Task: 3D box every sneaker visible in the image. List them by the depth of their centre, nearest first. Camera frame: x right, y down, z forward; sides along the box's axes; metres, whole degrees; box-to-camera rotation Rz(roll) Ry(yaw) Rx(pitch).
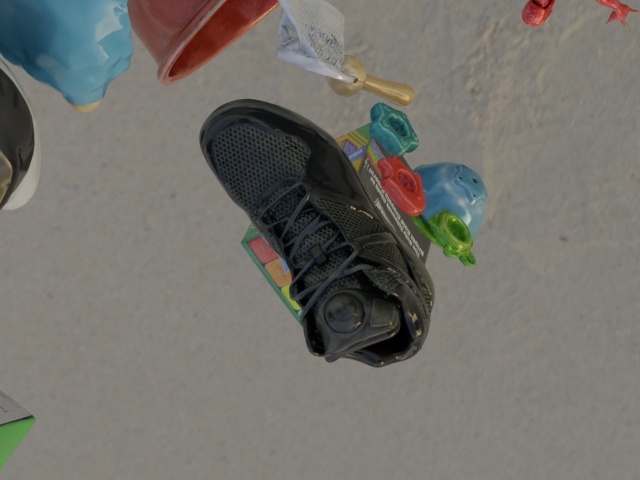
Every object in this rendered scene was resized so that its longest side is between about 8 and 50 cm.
[{"bbox_3d":[0.000,0.000,0.874,0.087,0.130,0.227,-35,105,14],"label":"sneaker"}]

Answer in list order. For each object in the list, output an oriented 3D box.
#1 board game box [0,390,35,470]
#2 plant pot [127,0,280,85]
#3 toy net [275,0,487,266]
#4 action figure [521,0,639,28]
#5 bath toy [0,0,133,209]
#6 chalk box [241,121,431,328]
[{"bbox_3d":[-0.350,0.086,0.798,0.242,0.316,0.064,35,93,8],"label":"board game box"},{"bbox_3d":[-0.121,-0.321,1.058,0.265,0.272,0.272,49,124,-3],"label":"plant pot"},{"bbox_3d":[0.030,-0.079,0.862,0.232,0.122,0.045,48,124,-6],"label":"toy net"},{"bbox_3d":[0.307,-0.330,1.264,0.091,0.139,0.280,46,111,32],"label":"action figure"},{"bbox_3d":[-0.209,-0.014,0.413,0.151,0.348,0.129,29,149,9],"label":"bath toy"},{"bbox_3d":[0.026,-0.001,1.672,0.179,0.289,0.180,-24,111,25],"label":"chalk box"}]
